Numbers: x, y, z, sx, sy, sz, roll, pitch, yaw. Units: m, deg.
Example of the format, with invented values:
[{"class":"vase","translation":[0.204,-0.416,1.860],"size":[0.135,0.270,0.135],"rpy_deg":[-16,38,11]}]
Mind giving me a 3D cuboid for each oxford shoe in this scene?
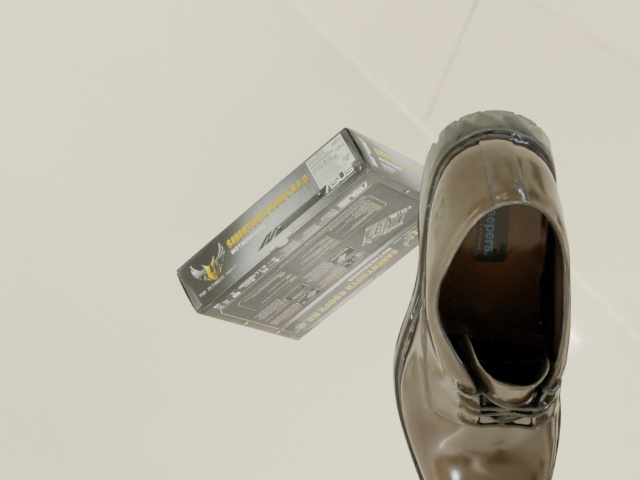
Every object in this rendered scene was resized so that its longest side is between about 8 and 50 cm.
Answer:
[{"class":"oxford shoe","translation":[0.076,0.063,0.698],"size":[0.083,0.096,0.227],"rpy_deg":[-5,118,1]}]

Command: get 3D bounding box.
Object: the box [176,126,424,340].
[{"class":"box","translation":[0.000,0.000,1.485],"size":[0.231,0.183,0.056],"rpy_deg":[-40,61,20]}]
